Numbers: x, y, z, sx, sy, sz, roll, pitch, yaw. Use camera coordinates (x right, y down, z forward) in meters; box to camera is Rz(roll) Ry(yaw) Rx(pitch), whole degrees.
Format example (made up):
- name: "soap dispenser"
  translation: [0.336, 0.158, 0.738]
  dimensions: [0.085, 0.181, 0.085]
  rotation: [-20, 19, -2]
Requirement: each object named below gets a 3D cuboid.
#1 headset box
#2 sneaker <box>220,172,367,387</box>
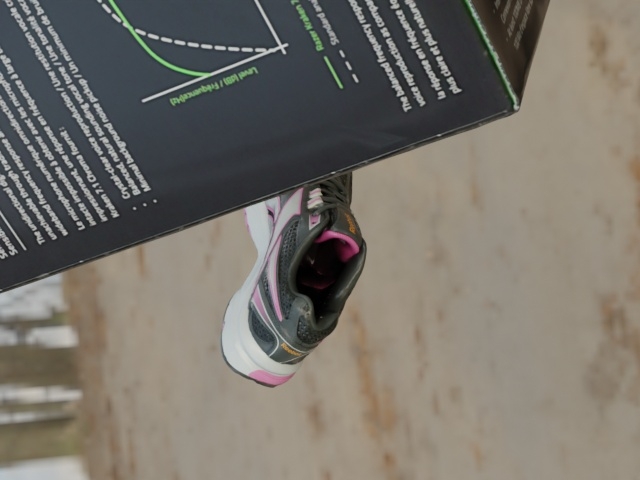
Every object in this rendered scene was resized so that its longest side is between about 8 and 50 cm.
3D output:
- name: "headset box"
  translation: [-0.081, -0.095, 0.532]
  dimensions: [0.131, 0.283, 0.246]
  rotation: [61, -154, -22]
- name: "sneaker"
  translation: [0.000, 0.000, 1.149]
  dimensions: [0.077, 0.072, 0.178]
  rotation: [-32, 41, 45]
